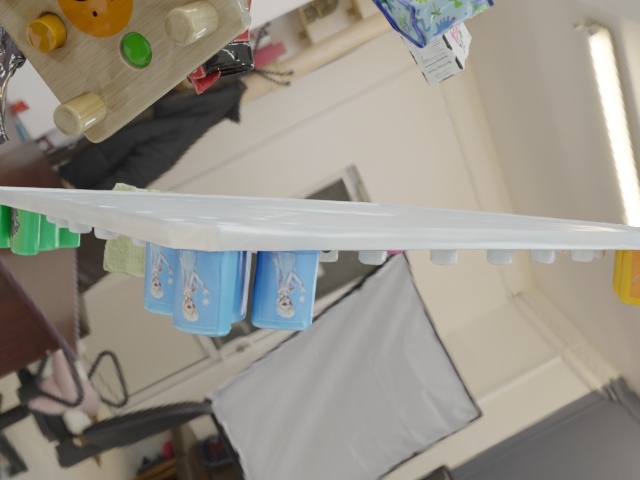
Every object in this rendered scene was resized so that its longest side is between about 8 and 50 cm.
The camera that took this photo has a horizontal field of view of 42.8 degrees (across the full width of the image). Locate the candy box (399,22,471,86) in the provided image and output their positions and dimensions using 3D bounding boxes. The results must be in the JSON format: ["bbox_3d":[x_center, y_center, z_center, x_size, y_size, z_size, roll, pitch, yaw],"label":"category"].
[{"bbox_3d":[0.181,-0.390,1.415,0.196,0.070,0.165,54,30,-21],"label":"candy box"}]

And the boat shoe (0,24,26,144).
[{"bbox_3d":[-0.427,-0.266,1.074,0.103,0.092,0.285,-171,-105,-69],"label":"boat shoe"}]

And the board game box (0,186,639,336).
[{"bbox_3d":[0.000,0.000,0.582,0.390,0.390,0.050,9,-82,56],"label":"board game box"}]

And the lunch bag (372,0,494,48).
[{"bbox_3d":[0.155,-0.362,1.185,0.151,0.129,0.096,54,-6,47],"label":"lunch bag"}]

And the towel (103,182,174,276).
[{"bbox_3d":[-0.287,-0.013,1.301,0.027,0.110,0.148,-97,-164,-80],"label":"towel"}]

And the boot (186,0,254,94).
[{"bbox_3d":[-0.202,-0.270,1.001,0.088,0.244,0.176,-173,-98,-75],"label":"boot"}]

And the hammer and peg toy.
[{"bbox_3d":[-0.195,-0.290,0.820,0.266,0.361,0.127,54,32,-10],"label":"hammer and peg toy"}]
